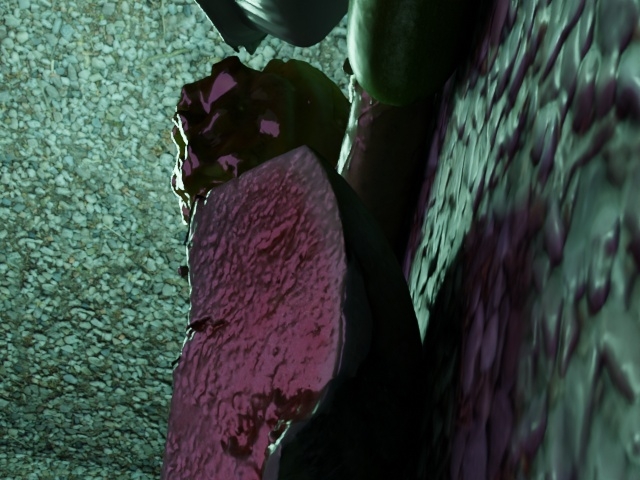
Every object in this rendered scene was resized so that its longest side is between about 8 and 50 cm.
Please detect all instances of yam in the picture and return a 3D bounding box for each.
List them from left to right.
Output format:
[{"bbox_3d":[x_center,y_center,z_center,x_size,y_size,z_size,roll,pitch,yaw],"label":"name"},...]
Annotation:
[{"bbox_3d":[0.039,0.007,0.822,0.083,0.083,0.372,-84,3,-59],"label":"yam"}]

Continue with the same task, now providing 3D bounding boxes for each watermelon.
[{"bbox_3d":[-0.024,0.108,0.575,0.224,0.180,0.305,69,-155,-64],"label":"watermelon"}]

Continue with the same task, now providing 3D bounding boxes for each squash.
[{"bbox_3d":[0.073,-0.222,0.533,0.379,0.101,0.101,98,180,-58],"label":"squash"}]

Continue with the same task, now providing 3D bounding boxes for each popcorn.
[{"bbox_3d":[-0.069,-0.087,1.100,0.237,0.292,0.293,31,-116,-54],"label":"popcorn"}]

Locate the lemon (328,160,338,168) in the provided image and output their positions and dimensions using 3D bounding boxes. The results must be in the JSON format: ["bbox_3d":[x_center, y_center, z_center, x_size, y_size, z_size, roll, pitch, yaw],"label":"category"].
[{"bbox_3d":[0.000,0.000,0.944,0.142,0.142,0.187,-84,3,-61],"label":"lemon"}]

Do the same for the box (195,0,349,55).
[{"bbox_3d":[0.013,-0.346,0.945,0.337,0.106,0.264,-49,-21,-1],"label":"box"}]

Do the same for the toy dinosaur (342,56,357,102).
[{"bbox_3d":[0.070,-0.240,1.277,0.188,0.075,0.248,-69,-14,-59],"label":"toy dinosaur"}]
